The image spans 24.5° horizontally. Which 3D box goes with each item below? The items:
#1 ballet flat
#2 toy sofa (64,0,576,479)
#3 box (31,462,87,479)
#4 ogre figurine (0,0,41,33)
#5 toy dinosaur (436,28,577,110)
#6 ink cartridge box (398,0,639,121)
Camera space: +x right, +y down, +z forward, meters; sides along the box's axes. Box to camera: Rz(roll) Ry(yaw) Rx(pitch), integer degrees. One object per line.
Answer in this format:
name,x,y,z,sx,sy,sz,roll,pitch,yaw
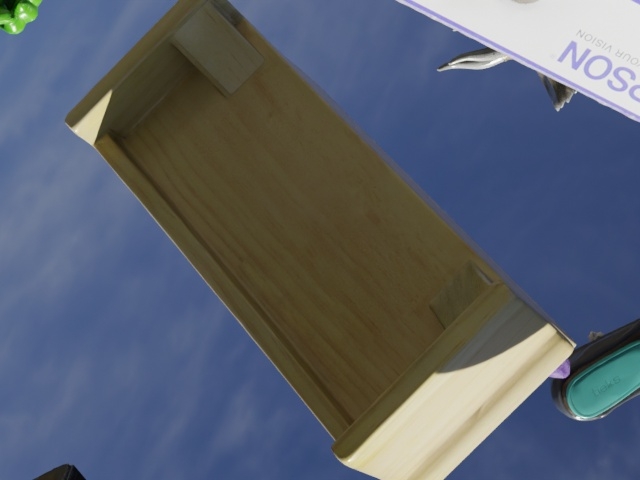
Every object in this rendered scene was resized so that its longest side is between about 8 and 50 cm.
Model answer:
ballet flat,0.278,0.085,1.225,0.203,0.074,0.074,-26,-146,-5
toy sofa,0.000,0.000,1.025,0.150,0.177,0.362,-45,-120,5
box,-0.191,0.271,0.851,0.270,0.216,0.060,-27,-159,19
ogre figurine,-0.256,-0.133,0.774,0.197,0.118,0.097,-19,-162,1
toy dinosaur,0.257,-0.149,1.056,0.314,0.121,0.160,16,-100,31
ink cartridge box,0.084,-0.154,0.471,0.208,0.206,0.045,-54,-165,42
